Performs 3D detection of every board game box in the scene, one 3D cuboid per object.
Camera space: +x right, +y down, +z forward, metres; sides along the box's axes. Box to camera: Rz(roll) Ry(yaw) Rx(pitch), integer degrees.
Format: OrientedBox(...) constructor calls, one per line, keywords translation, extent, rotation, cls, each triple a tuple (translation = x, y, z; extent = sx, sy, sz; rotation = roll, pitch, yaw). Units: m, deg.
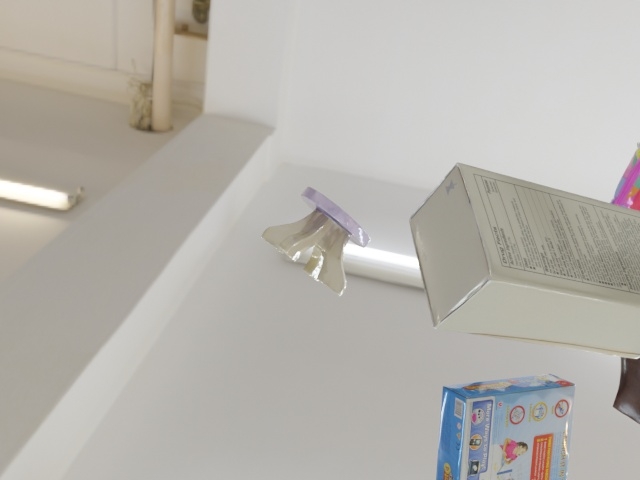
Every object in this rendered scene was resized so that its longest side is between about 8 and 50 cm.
OrientedBox(translation=(0.404, 0.462, 1.532), extent=(0.302, 0.308, 0.086), rotation=(0, -173, -26), cls="board game box")

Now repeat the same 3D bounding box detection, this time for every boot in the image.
OrientedBox(translation=(0.569, 0.217, 1.278), extent=(0.090, 0.206, 0.248), rotation=(-3, -154, -41), cls="boot")

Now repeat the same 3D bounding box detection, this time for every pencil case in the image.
OrientedBox(translation=(0.580, -0.101, 1.249), extent=(0.104, 0.236, 0.104), rotation=(7, -146, -5), cls="pencil case")

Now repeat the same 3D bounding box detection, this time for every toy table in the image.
OrientedBox(translation=(0.000, 0.000, 1.659), extent=(0.252, 0.161, 0.274), rotation=(35, 175, 36), cls="toy table")

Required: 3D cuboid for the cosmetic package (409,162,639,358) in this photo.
OrientedBox(translation=(0.273, 0.031, 0.819), extent=(0.310, 0.113, 0.160), rotation=(11, -130, -22), cls="cosmetic package")
